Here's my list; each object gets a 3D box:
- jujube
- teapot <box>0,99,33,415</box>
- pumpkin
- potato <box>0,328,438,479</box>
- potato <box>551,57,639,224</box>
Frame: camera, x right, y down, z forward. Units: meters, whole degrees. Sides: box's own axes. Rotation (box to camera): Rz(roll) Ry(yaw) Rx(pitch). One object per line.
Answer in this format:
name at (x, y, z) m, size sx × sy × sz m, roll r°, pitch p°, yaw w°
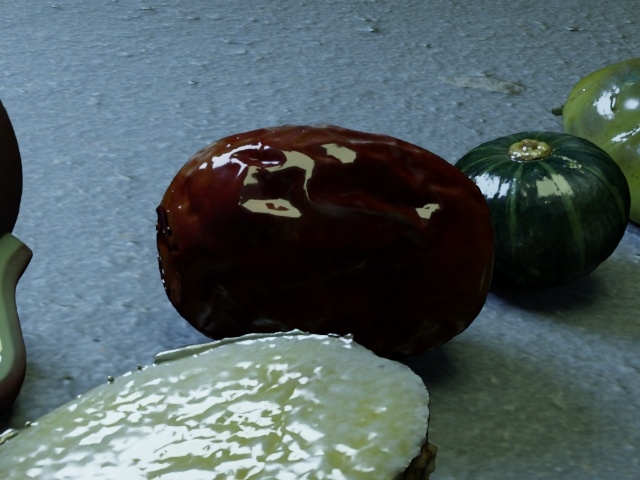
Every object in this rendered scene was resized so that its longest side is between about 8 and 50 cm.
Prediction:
jujube at (0.000, 0.000, 1.003) m, size 0.243 × 0.183 × 0.183 m, roll 0°, pitch 26°, yaw -13°
teapot at (-0.337, 0.024, 0.881) m, size 0.315 × 0.233 × 0.312 m, roll 36°, pitch 35°, yaw -2°
pumpkin at (0.183, -0.026, 1.168) m, size 0.167 × 0.125 × 0.167 m, roll 4°, pitch 23°, yaw -2°
potato at (-0.076, 0.163, 0.725) m, size 0.299 × 0.116 × 0.239 m, roll -30°, pitch 36°, yaw -36°
potato at (0.342, -0.092, 1.320) m, size 0.169 × 0.143 × 0.248 m, roll -33°, pitch 39°, yaw -1°
